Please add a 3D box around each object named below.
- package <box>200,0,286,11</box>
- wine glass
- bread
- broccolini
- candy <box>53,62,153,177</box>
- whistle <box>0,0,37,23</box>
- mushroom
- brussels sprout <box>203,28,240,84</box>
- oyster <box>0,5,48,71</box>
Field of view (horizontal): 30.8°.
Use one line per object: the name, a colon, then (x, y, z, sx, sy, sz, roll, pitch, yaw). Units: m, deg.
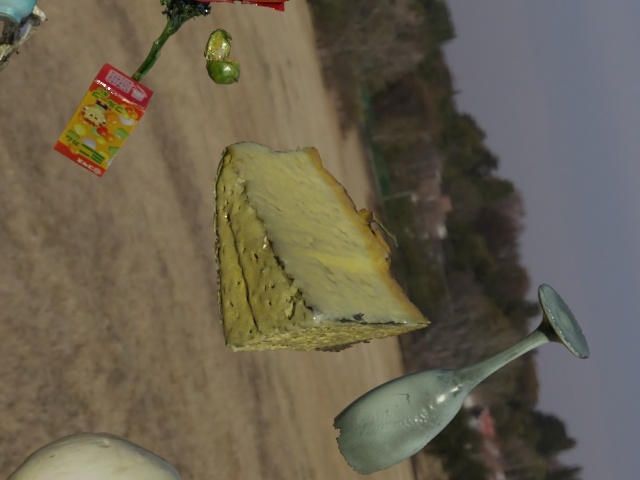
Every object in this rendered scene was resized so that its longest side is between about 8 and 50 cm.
package: (-0.107, -0.558, 1.742, 0.123, 0.196, 0.423, -113, -151, -54)
wine glass: (0.182, 0.237, 1.317, 0.096, 0.309, 0.264, 29, 33, -50)
bread: (0.000, 0.000, 1.610, 0.279, 0.248, 0.315, -7, -97, 53)
broccolini: (-0.269, -0.323, 1.911, 0.057, 0.254, 0.071, 0, 50, -49)
candy: (-0.233, -0.128, 1.246, 0.062, 0.122, 0.038, 31, 42, -12)
whistle: (-0.490, -0.351, 1.561, 0.186, 0.274, 0.093, 56, 46, -76)
mushroom: (-0.359, 0.429, 1.794, 0.356, 0.315, 0.315, 44, -23, 51)
brussels sprout: (-0.142, -0.259, 1.663, 0.046, 0.051, 0.083, 29, 39, -50)
oyster: (-0.500, -0.326, 1.858, 0.061, 0.200, 0.106, 43, 27, -14)
